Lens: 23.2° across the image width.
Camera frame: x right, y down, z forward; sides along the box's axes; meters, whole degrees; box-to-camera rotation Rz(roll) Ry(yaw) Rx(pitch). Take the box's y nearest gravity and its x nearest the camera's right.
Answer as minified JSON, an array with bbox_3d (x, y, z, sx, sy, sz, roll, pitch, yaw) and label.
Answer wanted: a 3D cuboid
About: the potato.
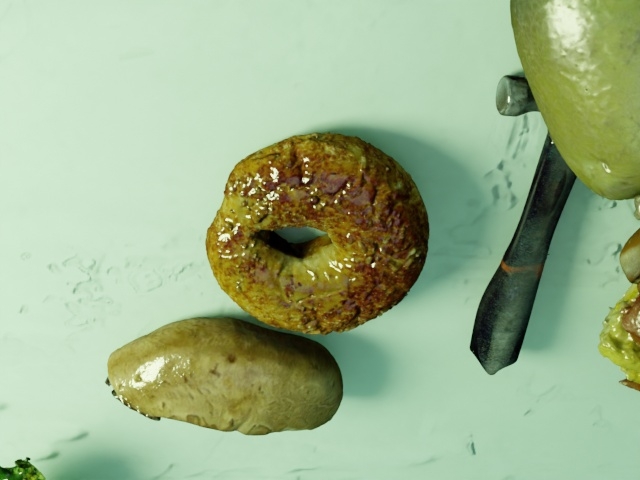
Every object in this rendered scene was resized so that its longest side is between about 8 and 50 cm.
[{"bbox_3d":[0.228,-0.137,1.113,0.174,0.159,0.251,-2,105,15],"label":"potato"}]

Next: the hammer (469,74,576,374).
[{"bbox_3d":[0.183,-0.006,1.290,0.137,0.037,0.290,4,127,-12],"label":"hammer"}]

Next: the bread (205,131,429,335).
[{"bbox_3d":[0.000,0.000,1.244,0.193,0.064,0.193,-3,128,-4],"label":"bread"}]

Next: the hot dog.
[{"bbox_3d":[0.343,0.094,1.358,0.213,0.103,0.146,22,120,-27],"label":"hot dog"}]

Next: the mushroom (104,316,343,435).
[{"bbox_3d":[-0.070,0.112,1.312,0.210,0.072,0.094,13,118,-20],"label":"mushroom"}]

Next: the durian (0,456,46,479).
[{"bbox_3d":[-0.242,0.297,1.392,0.106,0.132,0.375,9,132,-2],"label":"durian"}]

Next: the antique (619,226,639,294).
[{"bbox_3d":[0.371,-0.027,1.200,0.278,0.129,0.223,-31,169,-19],"label":"antique"}]
